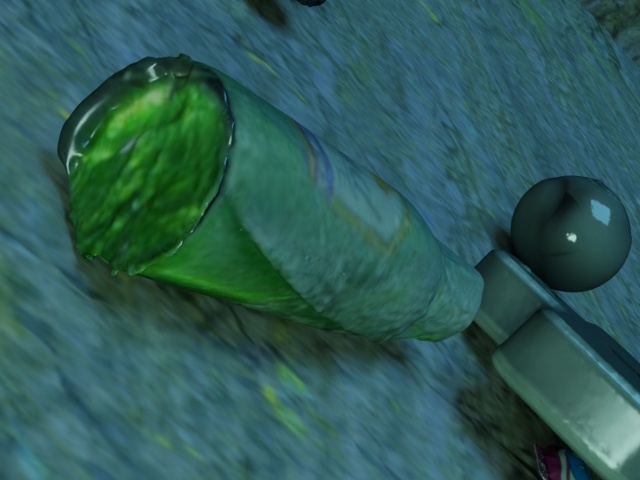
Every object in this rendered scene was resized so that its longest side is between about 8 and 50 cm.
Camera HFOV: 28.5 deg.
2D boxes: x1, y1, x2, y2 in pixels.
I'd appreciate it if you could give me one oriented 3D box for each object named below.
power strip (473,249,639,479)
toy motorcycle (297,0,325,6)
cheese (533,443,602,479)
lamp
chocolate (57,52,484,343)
[{"bbox_3d":[0.177,0.088,0.888,0.193,0.059,0.265,46,10,18],"label":"power strip"},{"bbox_3d":[-0.029,-0.293,1.085,0.171,0.089,0.298,45,22,-12],"label":"toy motorcycle"},{"bbox_3d":[0.188,0.184,0.820,0.145,0.038,0.095,42,23,-19],"label":"cheese"},{"bbox_3d":[0.219,-0.007,1.103,0.105,0.105,0.105,42,23,-23],"label":"lamp"},{"bbox_3d":[0.000,0.000,0.668,0.291,0.110,0.110,25,34,-53],"label":"chocolate"}]
